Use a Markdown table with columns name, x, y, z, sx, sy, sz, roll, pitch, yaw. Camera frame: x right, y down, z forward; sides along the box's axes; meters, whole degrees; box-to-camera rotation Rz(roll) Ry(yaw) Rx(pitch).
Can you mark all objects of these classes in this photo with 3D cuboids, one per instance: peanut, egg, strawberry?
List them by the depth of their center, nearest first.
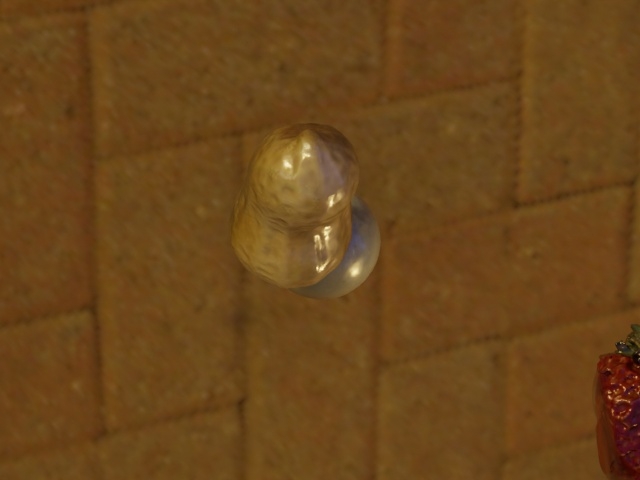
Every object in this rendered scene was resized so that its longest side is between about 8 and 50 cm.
| name | x | y | z | sx | sy | sz | roll | pitch | yaw |
| --- | --- | --- | --- | --- | --- | --- | --- | --- | --- |
| strawberry | 0.194 | 0.120 | 1.229 | 0.048 | 0.104 | 0.152 | -6 | 127 | 1 |
| peanut | -0.018 | -0.030 | 1.711 | 0.110 | 0.236 | 0.120 | 25 | 69 | -1 |
| egg | 0.000 | 0.000 | 1.900 | 0.114 | 0.152 | 0.114 | -1 | 94 | -10 |
